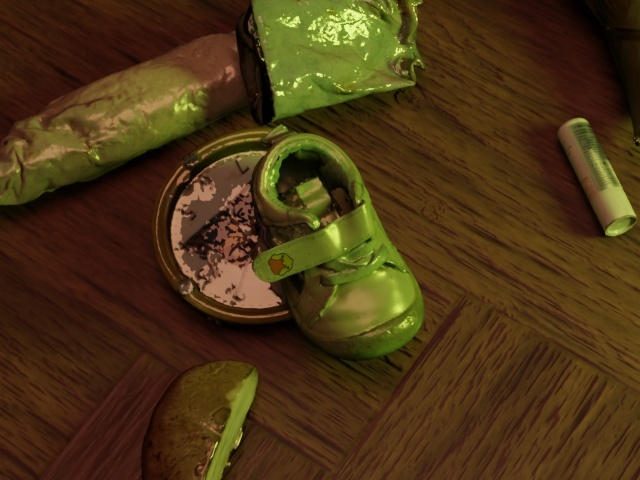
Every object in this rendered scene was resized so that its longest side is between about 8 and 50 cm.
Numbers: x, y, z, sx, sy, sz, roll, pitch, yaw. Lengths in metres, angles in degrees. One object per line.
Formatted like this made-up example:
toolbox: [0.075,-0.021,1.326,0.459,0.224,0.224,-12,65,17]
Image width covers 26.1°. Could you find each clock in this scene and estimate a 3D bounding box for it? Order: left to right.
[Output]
clock: [-0.068,-0.011,1.521,0.237,0.057,0.237,-1,66,1]

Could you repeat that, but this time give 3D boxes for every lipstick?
lipstick: [0.307,-0.073,1.540,0.040,0.040,0.141,-17,61,-5]

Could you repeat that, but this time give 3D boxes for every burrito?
burrito: [-0.217,-0.149,1.599,0.392,0.076,0.117,-25,57,-12]
burrito: [0.015,-0.219,1.594,0.229,0.089,0.144,-12,92,-25]

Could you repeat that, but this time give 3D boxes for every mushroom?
mushroom: [-0.130,0.206,1.400,0.094,0.072,0.210,12,63,20]

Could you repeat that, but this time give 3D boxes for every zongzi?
zongzi: [0.342,-0.264,1.599,0.251,0.125,0.274,33,74,18]

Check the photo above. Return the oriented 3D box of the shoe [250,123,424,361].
shoe: [0.000,0.003,1.428,0.140,0.128,0.262,-28,67,3]
